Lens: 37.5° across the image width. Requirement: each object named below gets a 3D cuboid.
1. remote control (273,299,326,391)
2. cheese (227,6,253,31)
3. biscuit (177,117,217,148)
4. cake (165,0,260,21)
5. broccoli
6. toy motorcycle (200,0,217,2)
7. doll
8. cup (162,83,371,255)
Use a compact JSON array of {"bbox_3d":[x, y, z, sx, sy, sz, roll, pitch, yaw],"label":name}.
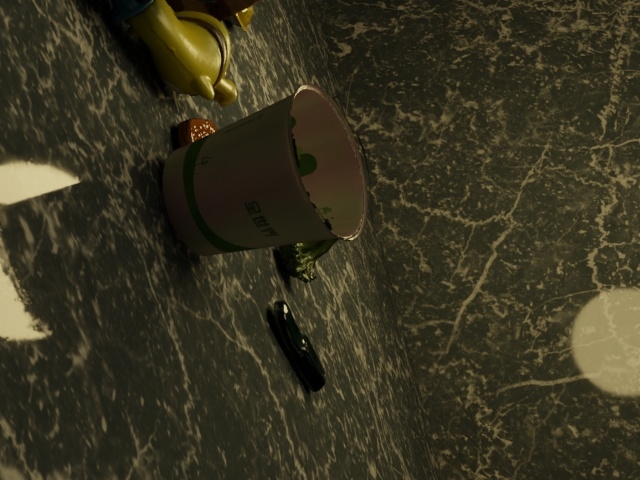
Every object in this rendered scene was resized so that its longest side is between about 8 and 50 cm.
[{"bbox_3d":[-0.043,0.214,1.889,0.072,0.042,0.222,-95,163,-58],"label":"remote control"},{"bbox_3d":[-0.213,-0.612,2.391,0.270,0.069,0.177,-63,134,-79],"label":"cheese"},{"bbox_3d":[-0.206,-0.129,1.702,0.192,0.036,0.186,-33,106,-78],"label":"biscuit"},{"bbox_3d":[-0.192,-0.551,1.828,0.199,0.293,0.196,60,16,-28],"label":"cake"},{"bbox_3d":[0.001,0.002,2.060,0.122,0.204,0.118,39,18,-53],"label":"broccoli"},{"bbox_3d":[-0.286,-0.442,1.432,0.298,0.089,0.171,6,40,-33],"label":"toy motorcycle"},{"bbox_3d":[-0.241,-0.339,1.621,0.199,0.145,0.363,60,10,22],"label":"doll"},{"bbox_3d":[-0.091,-0.091,1.507,0.253,0.274,0.253,43,39,-49],"label":"cup"}]
